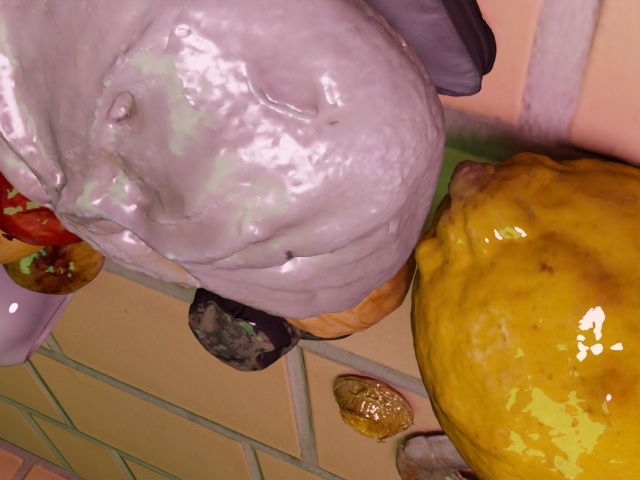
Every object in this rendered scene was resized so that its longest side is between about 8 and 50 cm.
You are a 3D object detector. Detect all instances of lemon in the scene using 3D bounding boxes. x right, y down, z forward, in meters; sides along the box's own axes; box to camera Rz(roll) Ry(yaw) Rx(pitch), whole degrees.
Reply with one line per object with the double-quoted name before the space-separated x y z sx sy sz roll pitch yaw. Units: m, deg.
"lemon" 0.213 0.083 0.658 0.286 0.285 0.316 11 119 28

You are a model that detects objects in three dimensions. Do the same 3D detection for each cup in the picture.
"cup" -0.527 0.034 1.248 0.317 0.212 0.212 32 149 -7

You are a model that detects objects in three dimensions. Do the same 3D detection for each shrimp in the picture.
"shrimp" 0.267 0.371 1.214 0.361 0.085 0.246 18 141 25

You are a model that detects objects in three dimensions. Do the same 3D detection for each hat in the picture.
"hat" -0.083 0.081 1.027 0.266 0.128 0.265 20 144 15

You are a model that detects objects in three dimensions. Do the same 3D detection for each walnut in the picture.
"walnut" 0.000 0.000 0.815 0.207 0.159 0.159 44 146 -23

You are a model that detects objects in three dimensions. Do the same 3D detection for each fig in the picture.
"fig" -0.360 0.001 1.139 0.121 0.136 0.152 -121 12 -77

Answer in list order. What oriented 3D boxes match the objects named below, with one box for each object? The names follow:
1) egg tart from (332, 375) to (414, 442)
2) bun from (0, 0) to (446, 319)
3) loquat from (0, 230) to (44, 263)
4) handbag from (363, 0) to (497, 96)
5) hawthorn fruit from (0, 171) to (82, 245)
"egg tart" 0.072 0.239 1.199 0.131 0.052 0.130 21 145 16
"bun" -0.089 -0.073 0.579 0.355 0.194 0.354 25 166 7
"loquat" -0.381 -0.075 0.969 0.213 0.213 0.213 21 148 14
"handbag" -0.013 -0.199 0.563 0.192 0.074 0.332 8 157 34
"hawthorn fruit" -0.265 -0.087 0.805 0.230 0.266 0.210 45 160 -18
